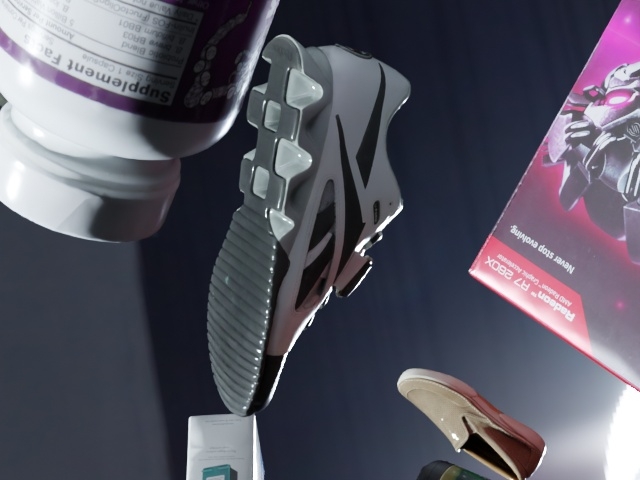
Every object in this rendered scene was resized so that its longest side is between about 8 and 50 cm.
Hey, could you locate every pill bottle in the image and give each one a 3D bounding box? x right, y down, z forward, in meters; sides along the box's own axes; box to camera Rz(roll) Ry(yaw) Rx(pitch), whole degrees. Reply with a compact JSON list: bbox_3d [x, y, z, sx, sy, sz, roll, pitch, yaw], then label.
[{"bbox_3d":[-0.110,-0.157,0.970,0.169,0.169,0.301,-2,123,-43],"label":"pill bottle"}]

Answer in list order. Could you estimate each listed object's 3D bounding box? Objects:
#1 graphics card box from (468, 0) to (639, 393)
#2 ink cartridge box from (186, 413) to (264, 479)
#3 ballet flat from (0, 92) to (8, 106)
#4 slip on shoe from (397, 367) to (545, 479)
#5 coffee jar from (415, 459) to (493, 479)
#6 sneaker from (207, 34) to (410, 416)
[{"bbox_3d":[0.297,-0.068,1.157,0.094,0.233,0.371,10,113,-56],"label":"graphics card box"},{"bbox_3d":[-0.105,0.323,1.729,0.078,0.231,0.134,-3,142,2],"label":"ink cartridge box"},{"bbox_3d":[-0.316,-0.139,1.328,0.316,0.106,0.107,-32,155,-17],"label":"ballet flat"},{"bbox_3d":[0.121,0.155,1.304,0.041,0.135,0.051,-56,176,-34],"label":"slip on shoe"},{"bbox_3d":[0.194,0.314,1.772,0.184,0.079,0.096,18,164,35],"label":"coffee jar"},{"bbox_3d":[0.000,0.000,1.325,0.146,0.331,0.122,5,-161,-30],"label":"sneaker"}]
